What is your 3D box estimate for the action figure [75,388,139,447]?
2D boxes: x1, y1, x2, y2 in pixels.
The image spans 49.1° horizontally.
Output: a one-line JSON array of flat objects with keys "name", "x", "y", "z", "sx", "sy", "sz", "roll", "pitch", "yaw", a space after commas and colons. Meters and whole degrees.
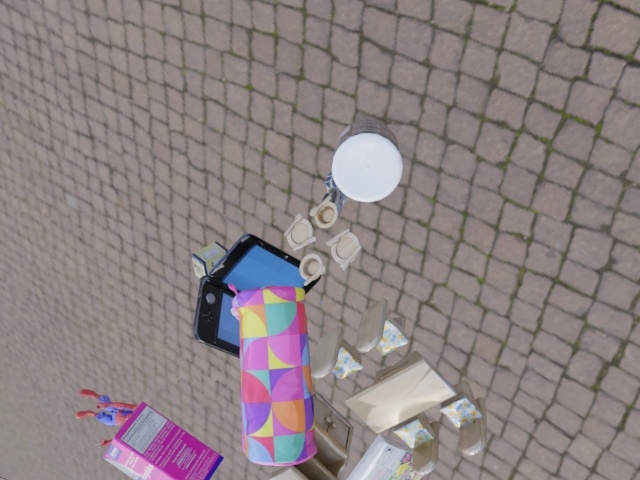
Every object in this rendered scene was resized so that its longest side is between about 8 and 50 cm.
[{"name": "action figure", "x": -0.540, "y": 0.439, "z": 1.744, "sx": 0.280, "sy": 0.139, "sz": 0.091, "roll": 4, "pitch": 87, "yaw": 36}]

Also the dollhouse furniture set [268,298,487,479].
[{"name": "dollhouse furniture set", "x": 0.104, "y": 0.403, "z": 1.535, "sx": 0.394, "sy": 0.256, "sz": 0.362, "roll": -35, "pitch": 110, "yaw": 27}]

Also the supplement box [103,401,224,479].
[{"name": "supplement box", "x": -0.341, "y": 0.471, "z": 1.523, "sx": 0.220, "sy": 0.114, "sz": 0.111, "roll": 35, "pitch": 133, "yaw": 2}]

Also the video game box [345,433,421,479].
[{"name": "video game box", "x": 0.175, "y": 0.637, "z": 1.889, "sx": 0.187, "sy": 0.205, "sz": 0.048, "roll": 31, "pitch": -173, "yaw": -28}]

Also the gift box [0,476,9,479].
[{"name": "gift box", "x": -0.659, "y": 0.597, "z": 1.306, "sx": 0.277, "sy": 0.258, "sz": 0.255, "roll": 13, "pitch": 132, "yaw": 12}]

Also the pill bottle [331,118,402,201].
[{"name": "pill bottle", "x": 0.091, "y": -0.165, "z": 1.365, "sx": 0.131, "sy": 0.245, "sz": 0.130, "roll": 1, "pitch": 108, "yaw": 4}]

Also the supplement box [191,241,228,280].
[{"name": "supplement box", "x": -0.296, "y": 0.063, "z": 1.908, "sx": 0.056, "sy": 0.083, "sz": 0.083, "roll": 32, "pitch": 139, "yaw": 38}]

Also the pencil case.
[{"name": "pencil case", "x": -0.061, "y": 0.170, "z": 0.913, "sx": 0.104, "sy": 0.104, "sz": 0.236, "roll": -15, "pitch": 78, "yaw": 48}]

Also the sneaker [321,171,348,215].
[{"name": "sneaker", "x": 0.041, "y": -0.116, "z": 1.667, "sx": 0.052, "sy": 0.135, "sz": 0.058, "roll": 0, "pitch": 147, "yaw": 34}]

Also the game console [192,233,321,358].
[{"name": "game console", "x": -0.152, "y": 0.165, "z": 1.796, "sx": 0.173, "sy": 0.250, "sz": 0.293, "roll": -23, "pitch": 141, "yaw": 37}]

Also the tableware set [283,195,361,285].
[{"name": "tableware set", "x": 0.000, "y": 0.000, "z": 1.399, "sx": 0.141, "sy": 0.020, "sz": 0.168, "roll": -37, "pitch": 61, "yaw": 21}]
